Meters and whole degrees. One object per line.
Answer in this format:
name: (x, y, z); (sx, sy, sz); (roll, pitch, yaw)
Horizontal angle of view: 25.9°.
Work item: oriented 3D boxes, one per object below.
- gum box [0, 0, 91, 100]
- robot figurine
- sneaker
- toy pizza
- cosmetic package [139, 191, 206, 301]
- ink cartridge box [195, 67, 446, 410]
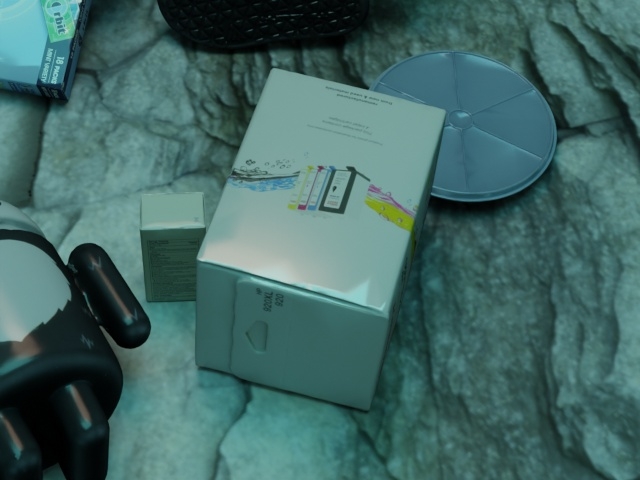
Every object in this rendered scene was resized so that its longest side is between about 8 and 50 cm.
gum box: (-0.336, -0.237, 1.436); (0.184, 0.041, 0.157); (9, 77, 3)
robot figurine: (-0.271, 0.087, 1.153); (0.209, 0.173, 0.278); (14, 35, -54)
sneaker: (-0.060, -0.263, 1.503); (0.235, 0.084, 0.097); (1, 37, -10)
toy pizza: (0.141, -0.115, 1.428); (0.201, 0.032, 0.201); (3, 54, -4)
cosmetic package: (-0.132, 0.007, 1.262); (0.060, 0.115, 0.041); (-1, 54, -6)
ink cartridge box: (0.000, 0.000, 1.244); (0.168, 0.171, 0.232); (15, 54, 6)
